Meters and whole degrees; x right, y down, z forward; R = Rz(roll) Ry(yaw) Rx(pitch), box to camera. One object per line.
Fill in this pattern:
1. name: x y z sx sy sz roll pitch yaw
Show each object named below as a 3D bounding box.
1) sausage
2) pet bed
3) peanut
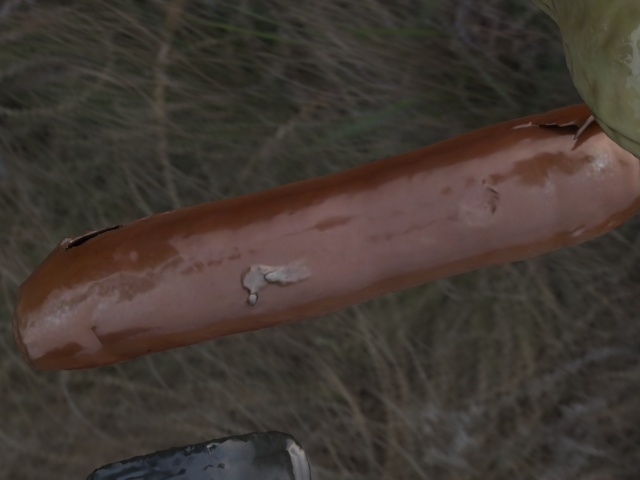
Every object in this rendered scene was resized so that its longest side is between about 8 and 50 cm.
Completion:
1. sausage: 0.000 0.000 1.253 0.419 0.094 0.094 -14 80 8
2. pet bed: -0.080 0.262 1.491 0.183 0.159 0.211 -8 76 -22
3. peanut: 0.153 -0.142 0.964 0.123 0.256 0.123 -12 139 -11
